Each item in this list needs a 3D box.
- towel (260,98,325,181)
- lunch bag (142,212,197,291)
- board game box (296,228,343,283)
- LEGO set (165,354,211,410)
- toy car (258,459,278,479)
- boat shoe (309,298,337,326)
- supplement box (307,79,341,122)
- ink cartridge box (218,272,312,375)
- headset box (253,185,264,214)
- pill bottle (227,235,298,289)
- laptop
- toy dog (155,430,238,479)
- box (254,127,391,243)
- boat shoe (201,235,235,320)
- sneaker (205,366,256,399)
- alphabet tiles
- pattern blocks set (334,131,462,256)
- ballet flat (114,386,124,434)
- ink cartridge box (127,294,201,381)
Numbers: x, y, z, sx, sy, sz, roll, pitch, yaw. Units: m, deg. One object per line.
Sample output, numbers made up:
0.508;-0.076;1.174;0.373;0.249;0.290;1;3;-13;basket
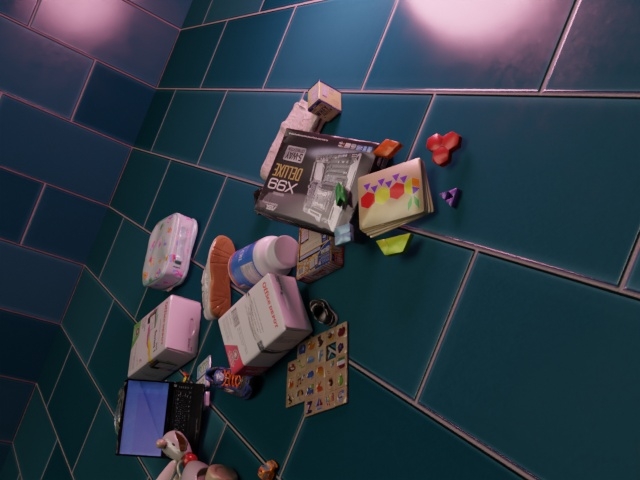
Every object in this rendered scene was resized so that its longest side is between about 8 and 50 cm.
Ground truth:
-0.087;-0.290;2.147;0.282;0.049;0.187;-63;31;8;towel
-0.551;0.048;2.583;0.224;0.108;0.279;-21;55;46;lunch bag
0.000;0.000;1.836;0.147;0.045;0.193;-29;48;45;board game box
-0.422;0.481;2.169;0.244;0.060;0.182;-44;35;34;LEGO set
-0.119;0.577;1.662;0.060;0.041;0.122;-58;32;16;toy car
-0.001;0.175;1.736;0.046;0.038;0.125;-61;32;10;boat shoe
0.012;-0.403;2.032;0.056;0.083;0.083;-35;44;43;supplement box
-0.147;0.220;1.824;0.237;0.100;0.171;-43;53;32;ink cartridge box
-0.174;-0.119;2.167;0.062;0.032;0.083;-23;72;51;headset box
-0.154;0.057;1.959;0.222;0.124;0.124;-24;52;48;pill bottle
-0.477;0.536;2.090;0.264;0.137;0.234;-9;73;49;laptop
-0.371;0.625;1.868;0.334;0.161;0.220;-2;73;47;toy dog
0.002;-0.145;1.786;0.308;0.076;0.242;17;82;37;box
-0.336;0.119;2.221;0.096;0.098;0.276;-26;52;46;boat shoe
-0.250;0.388;1.934;0.221;0.087;0.083;-14;61;53;sneaker
-0.011;0.321;1.689;0.237;0.009;0.198;-32;46;44;alphabet tiles
0.168;-0.100;1.587;0.325;0.026;0.285;-7;69;36;pattern blocks set
-0.694;0.602;2.503;0.070;0.070;0.188;-41;44;37;ballet flat
-0.525;0.334;2.355;0.278;0.117;0.201;-37;43;40;ink cartridge box
